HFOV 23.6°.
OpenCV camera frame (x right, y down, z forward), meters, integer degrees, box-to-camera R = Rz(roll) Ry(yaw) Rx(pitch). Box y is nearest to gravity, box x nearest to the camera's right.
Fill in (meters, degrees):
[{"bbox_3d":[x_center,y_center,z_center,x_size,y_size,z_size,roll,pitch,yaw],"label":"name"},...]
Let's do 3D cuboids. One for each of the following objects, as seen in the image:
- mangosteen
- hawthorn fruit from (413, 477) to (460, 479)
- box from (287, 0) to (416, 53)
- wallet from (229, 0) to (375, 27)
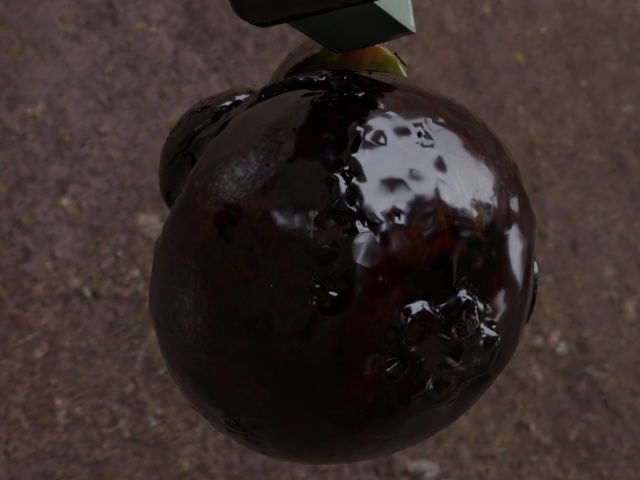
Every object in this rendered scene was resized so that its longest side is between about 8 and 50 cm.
[{"bbox_3d":[0.023,0.006,1.458,0.381,0.381,0.421,39,23,-25],"label":"mangosteen"},{"bbox_3d":[0.057,0.222,0.852,0.173,0.173,0.173,23,54,-36],"label":"hawthorn fruit"},{"bbox_3d":[-0.003,-0.260,1.328,0.225,0.086,0.130,19,61,-62],"label":"box"},{"bbox_3d":[0.106,-0.251,0.807,0.062,0.406,0.228,20,73,-41],"label":"wallet"}]
